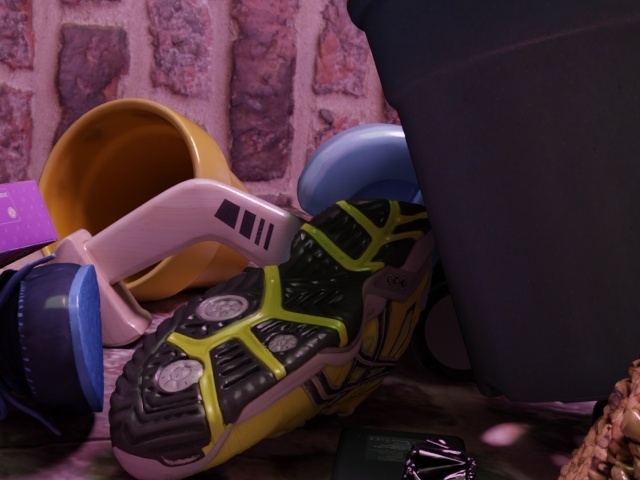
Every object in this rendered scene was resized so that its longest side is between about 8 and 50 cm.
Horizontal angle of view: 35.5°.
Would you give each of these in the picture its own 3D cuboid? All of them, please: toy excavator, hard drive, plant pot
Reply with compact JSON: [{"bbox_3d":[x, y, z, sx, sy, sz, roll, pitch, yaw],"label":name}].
[{"bbox_3d":[-0.008,-0.008,1.069,0.445,0.433,0.222,32,7,-3],"label":"toy excavator"},{"bbox_3d":[0.056,0.162,0.691,0.094,0.022,0.135,4,7,4],"label":"hard drive"},{"bbox_3d":[-0.204,-0.033,1.326,0.254,0.254,0.239,7,-8,27],"label":"plant pot"},{"bbox_3d":[0.217,-0.060,0.795,0.341,0.334,0.341,-11,-1,0],"label":"plant pot"}]

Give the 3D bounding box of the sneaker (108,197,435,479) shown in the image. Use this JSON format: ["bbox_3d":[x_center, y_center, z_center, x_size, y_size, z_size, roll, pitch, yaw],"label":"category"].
[{"bbox_3d":[-0.008,0.094,0.807,0.145,0.147,0.384,12,29,34],"label":"sneaker"}]

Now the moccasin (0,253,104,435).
[{"bbox_3d":[-0.239,0.088,0.822,0.117,0.138,0.342,-3,-5,-14],"label":"moccasin"}]

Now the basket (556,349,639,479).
[{"bbox_3d":[0.234,0.144,0.495,0.213,0.223,0.299,33,19,16],"label":"basket"}]

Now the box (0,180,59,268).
[{"bbox_3d":[-0.376,0.041,0.762,0.293,0.057,0.201,-23,-1,21],"label":"box"}]

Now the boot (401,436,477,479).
[{"bbox_3d":[0.053,0.148,0.498,0.045,0.099,0.121,6,8,8],"label":"boot"}]

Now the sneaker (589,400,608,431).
[{"bbox_3d":[0.262,0.134,0.793,0.090,0.081,0.232,11,9,13],"label":"sneaker"}]
